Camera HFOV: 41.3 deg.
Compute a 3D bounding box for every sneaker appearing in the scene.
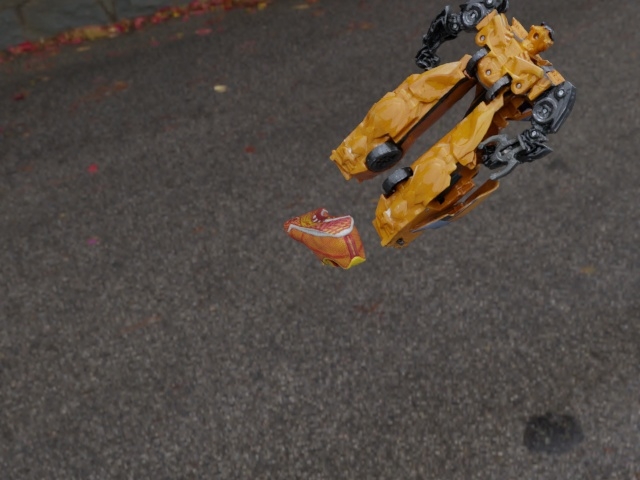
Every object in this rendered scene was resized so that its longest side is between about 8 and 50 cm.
[{"bbox_3d":[0.000,0.000,1.047,0.064,0.067,0.175,-23,17,-13],"label":"sneaker"}]

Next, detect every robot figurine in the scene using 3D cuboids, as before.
[{"bbox_3d":[0.151,-0.133,0.959,0.085,0.291,0.211,6,49,-53],"label":"robot figurine"}]
